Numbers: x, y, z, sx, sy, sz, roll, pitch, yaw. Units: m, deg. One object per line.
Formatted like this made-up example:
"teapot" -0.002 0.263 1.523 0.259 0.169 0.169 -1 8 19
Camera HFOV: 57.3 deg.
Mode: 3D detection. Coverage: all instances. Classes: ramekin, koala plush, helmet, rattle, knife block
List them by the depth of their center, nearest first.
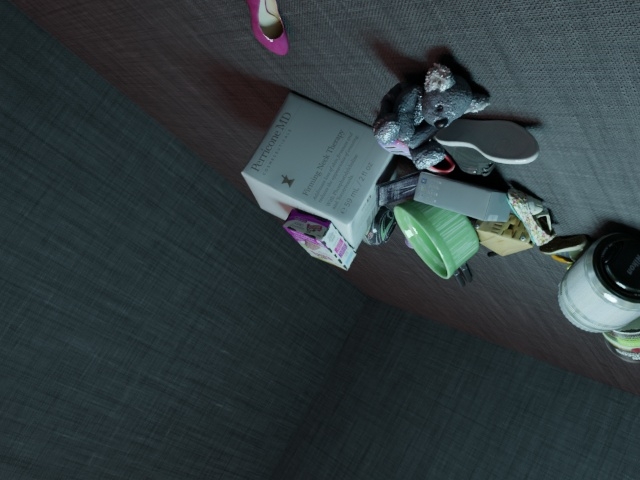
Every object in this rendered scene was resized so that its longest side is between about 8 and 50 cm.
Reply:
"koala plush" 0.266 -0.320 1.386 0.196 0.203 0.221 26 150 -26
"rattle" 0.807 0.148 1.890 0.143 0.130 0.199 4 117 42
"knife block" 0.619 -0.003 1.953 0.276 0.088 0.242 19 164 41
"ramekin" 0.397 -0.034 1.987 0.303 0.148 0.303 54 175 7
"helmet" 0.226 -0.063 2.451 0.169 0.161 0.169 29 168 7

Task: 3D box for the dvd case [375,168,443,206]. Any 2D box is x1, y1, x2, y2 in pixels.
"dvd case" 0.282 -0.174 1.854 0.164 0.221 0.018 70 -178 -72

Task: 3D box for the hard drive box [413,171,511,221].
"hard drive box" 0.425 -0.129 1.732 0.232 0.089 0.181 21 -167 37

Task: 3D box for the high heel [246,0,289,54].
"high heel" -0.122 -0.559 1.465 0.117 0.082 0.244 32 160 43

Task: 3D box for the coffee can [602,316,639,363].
"coffee can" 0.980 0.246 1.842 0.202 0.201 0.275 19 164 41

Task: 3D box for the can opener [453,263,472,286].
"can opener" 0.596 0.111 2.563 0.095 0.076 0.283 61 -173 33

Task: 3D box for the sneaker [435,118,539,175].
"sneaker" 0.438 -0.223 1.475 0.296 0.104 0.147 25 170 49

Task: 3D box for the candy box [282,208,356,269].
"candy box" 0.000 0.000 1.887 0.159 0.071 0.233 21 165 32

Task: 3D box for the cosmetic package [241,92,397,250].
"cosmetic package" 0.010 -0.214 1.953 0.394 0.329 0.327 26 168 13

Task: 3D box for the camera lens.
"camera lens" 0.805 0.122 1.623 0.219 0.219 0.274 27 157 13

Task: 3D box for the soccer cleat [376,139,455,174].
"soccer cleat" 0.277 -0.264 1.694 0.248 0.083 0.095 28 -177 -11

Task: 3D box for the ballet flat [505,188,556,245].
"ballet flat" 0.618 -0.077 1.702 0.077 0.091 0.241 -21 134 30

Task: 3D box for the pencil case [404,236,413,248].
"pencil case" 0.391 -0.028 2.386 0.088 0.086 0.206 40 171 16

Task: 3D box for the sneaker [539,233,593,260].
"sneaker" 0.767 0.034 1.805 0.086 0.064 0.192 38 163 -12
